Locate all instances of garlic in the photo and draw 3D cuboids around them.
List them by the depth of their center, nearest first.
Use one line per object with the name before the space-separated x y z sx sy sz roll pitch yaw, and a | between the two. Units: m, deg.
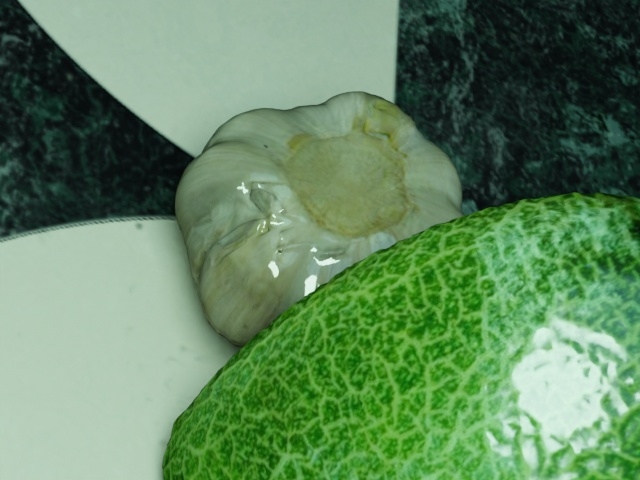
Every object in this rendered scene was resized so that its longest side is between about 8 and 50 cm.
garlic | 0.004 0.002 1.206 0.228 0.152 0.228 10 60 -18

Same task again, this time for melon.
melon | 0.110 0.127 1.051 0.331 0.343 0.226 46 30 25
